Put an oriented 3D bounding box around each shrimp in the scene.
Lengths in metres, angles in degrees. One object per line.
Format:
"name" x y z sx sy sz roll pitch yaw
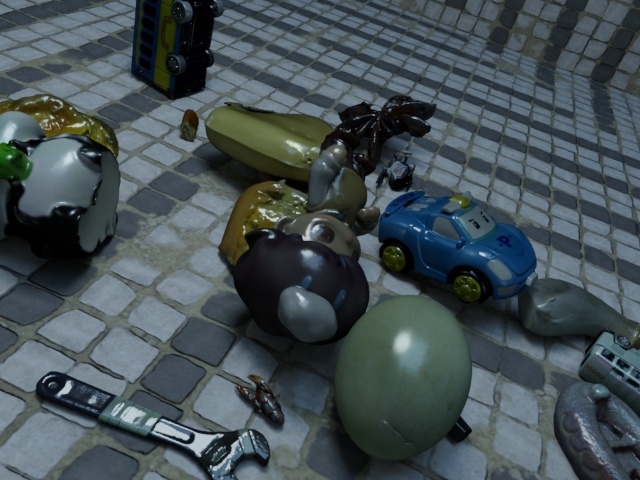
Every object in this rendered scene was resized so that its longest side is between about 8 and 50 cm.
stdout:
"shrimp" -0.080 0.219 0.820 0.092 0.038 0.029 33 -4 20

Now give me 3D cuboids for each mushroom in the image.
"mushroom" 0.499 0.141 1.125 0.270 0.103 0.118 13 37 -15

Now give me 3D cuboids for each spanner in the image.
"spanner" -0.218 0.239 0.746 0.315 0.024 0.087 20 41 2

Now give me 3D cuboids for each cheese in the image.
"cheese" -0.069 -0.198 1.240 0.315 0.128 0.259 26 27 33

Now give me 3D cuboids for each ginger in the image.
"ginger" -0.078 -0.118 1.254 0.173 0.051 0.069 36 36 20

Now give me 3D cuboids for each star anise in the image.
"star anise" 0.166 -0.302 1.522 0.282 0.129 0.212 -22 30 2

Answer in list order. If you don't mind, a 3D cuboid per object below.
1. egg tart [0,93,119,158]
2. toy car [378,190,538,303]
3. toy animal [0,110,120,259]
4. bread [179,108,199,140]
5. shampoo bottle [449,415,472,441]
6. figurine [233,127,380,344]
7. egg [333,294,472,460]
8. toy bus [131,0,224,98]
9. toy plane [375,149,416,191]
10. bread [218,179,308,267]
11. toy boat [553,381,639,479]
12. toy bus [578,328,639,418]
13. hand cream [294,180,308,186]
"egg tart" -0.531 -0.194 1.100 0.297 0.132 0.297 9 42 -9
"toy car" 0.266 -0.005 1.122 0.314 0.166 0.198 23 35 35
"toy animal" -0.460 -0.088 0.911 0.266 0.213 0.213 15 36 -9
"bread" -0.306 -0.269 1.360 0.036 0.047 0.083 -14 36 7
"shampoo bottle" 0.174 0.247 0.900 0.048 0.027 0.137 -15 47 -35
"figurine" 0.019 0.000 0.934 0.206 0.218 0.365 19 66 29
"egg" 0.114 0.186 0.817 0.186 0.187 0.253 25 50 9
"toy bus" -0.362 -0.522 1.458 0.175 0.288 0.138 32 38 17
"toy plane" 0.197 -0.179 1.455 0.078 0.053 0.197 16 39 12
"bread" -0.075 -0.045 1.087 0.174 0.133 0.252 21 35 0
"toy boat" 0.454 0.310 0.892 0.155 0.085 0.227 2 39 -20
"toy bus" 0.552 0.250 1.019 0.194 0.087 0.089 38 47 24
"hand cream" -0.046 -0.146 1.325 0.216 0.038 0.052 35 11 27
